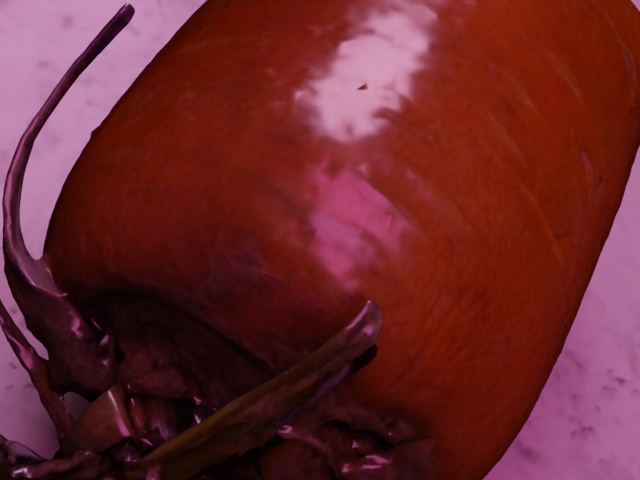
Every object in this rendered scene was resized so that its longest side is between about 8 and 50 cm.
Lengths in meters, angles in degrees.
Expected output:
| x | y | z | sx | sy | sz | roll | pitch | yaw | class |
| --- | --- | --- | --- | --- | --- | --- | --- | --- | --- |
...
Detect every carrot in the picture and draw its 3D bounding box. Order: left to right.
| x | y | z | sx | sy | sz | roll | pitch | yaw | class |
| --- | --- | --- | --- | --- | --- | --- | --- | --- | --- |
| 0.000 | 0.000 | 0.467 | 0.214 | 0.193 | 0.331 | 56 | 50 | -37 | carrot |
